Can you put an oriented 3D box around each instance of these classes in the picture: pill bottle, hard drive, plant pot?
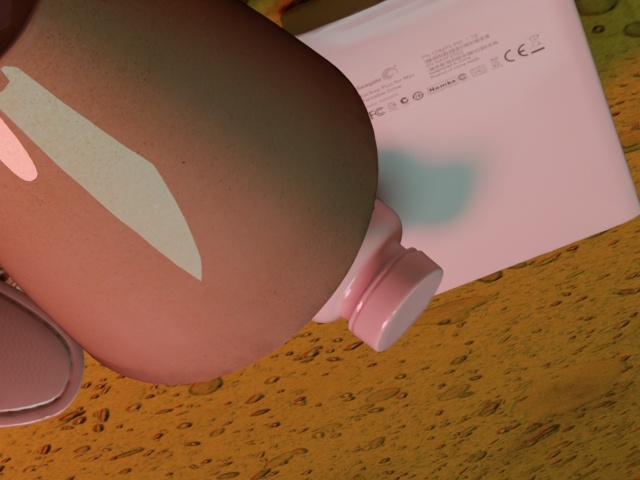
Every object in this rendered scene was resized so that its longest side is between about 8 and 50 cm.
[{"bbox_3d":[0.000,0.000,1.209,0.108,0.180,0.108,-46,163,-19],"label":"pill bottle"},{"bbox_3d":[0.119,-0.093,1.219,0.203,0.040,0.307,-21,135,8],"label":"hard drive"},{"bbox_3d":[-0.137,-0.079,0.957,0.256,0.256,0.274,-31,145,12],"label":"plant pot"}]

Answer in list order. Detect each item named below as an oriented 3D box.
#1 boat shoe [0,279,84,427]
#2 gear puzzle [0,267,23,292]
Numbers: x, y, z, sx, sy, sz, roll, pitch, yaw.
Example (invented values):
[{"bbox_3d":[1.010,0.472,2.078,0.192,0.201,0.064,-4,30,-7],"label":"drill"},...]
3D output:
[{"bbox_3d":[-0.310,0.068,1.116,0.302,0.114,0.091,16,163,4],"label":"boat shoe"},{"bbox_3d":[-0.200,0.027,1.209,0.339,0.044,0.175,-40,155,-3],"label":"gear puzzle"}]
